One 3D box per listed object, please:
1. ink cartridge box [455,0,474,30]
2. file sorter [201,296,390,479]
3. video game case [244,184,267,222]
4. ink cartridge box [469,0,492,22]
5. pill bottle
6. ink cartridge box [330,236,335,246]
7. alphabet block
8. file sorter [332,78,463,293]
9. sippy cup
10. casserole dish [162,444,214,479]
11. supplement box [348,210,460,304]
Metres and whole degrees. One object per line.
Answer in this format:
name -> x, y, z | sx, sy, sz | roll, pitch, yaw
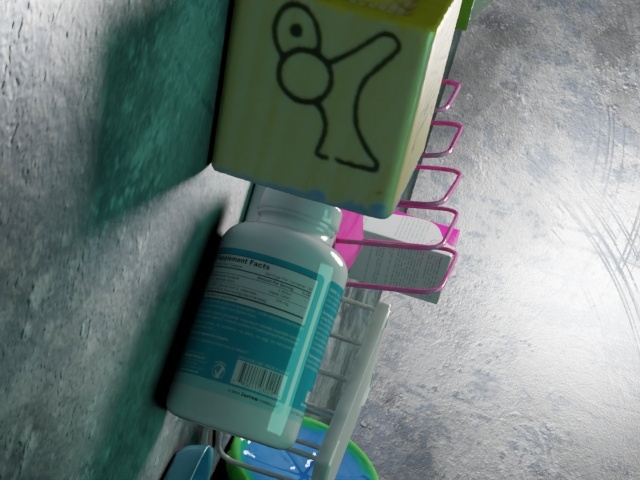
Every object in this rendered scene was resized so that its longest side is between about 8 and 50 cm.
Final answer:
ink cartridge box -> 0.095, -0.330, 1.284 | 0.255, 0.189, 0.097 | 97, 11, -51
file sorter -> -0.037, 0.219, 1.540 | 0.193, 0.173, 0.278 | 99, 11, -47
video game case -> -0.059, -0.036, 1.414 | 0.193, 0.023, 0.212 | 16, 91, -82
ink cartridge box -> 0.144, -0.357, 1.347 | 0.232, 0.189, 0.066 | 148, -37, -72
pill bottle -> -0.058, 0.080, 1.223 | 0.146, 0.146, 0.264 | 72, 36, -75
ink cartridge box -> -0.005, -0.048, 1.481 | 0.171, 0.056, 0.235 | 52, 58, -79
alphabet block -> 0.019, -0.165, 1.115 | 0.193, 0.192, 0.197 | -63, 168, -59
file sorter -> 0.112, -0.088, 1.694 | 0.202, 0.182, 0.291 | -54, 146, -65
sippy cup -> -0.057, 0.418, 1.702 | 0.305, 0.240, 0.224 | 1, 125, -37
casserole dish -> -0.172, 0.317, 1.314 | 0.114, 0.037, 0.188 | 97, 12, -47
supplement box -> 0.132, 0.017, 2.092 | 0.111, 0.220, 0.114 | -59, 163, -59
